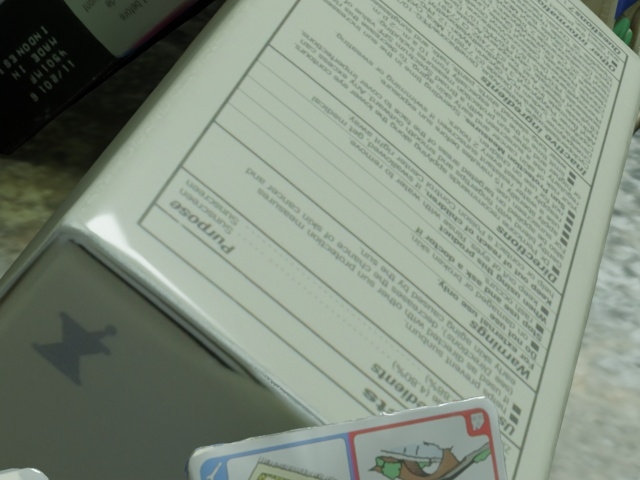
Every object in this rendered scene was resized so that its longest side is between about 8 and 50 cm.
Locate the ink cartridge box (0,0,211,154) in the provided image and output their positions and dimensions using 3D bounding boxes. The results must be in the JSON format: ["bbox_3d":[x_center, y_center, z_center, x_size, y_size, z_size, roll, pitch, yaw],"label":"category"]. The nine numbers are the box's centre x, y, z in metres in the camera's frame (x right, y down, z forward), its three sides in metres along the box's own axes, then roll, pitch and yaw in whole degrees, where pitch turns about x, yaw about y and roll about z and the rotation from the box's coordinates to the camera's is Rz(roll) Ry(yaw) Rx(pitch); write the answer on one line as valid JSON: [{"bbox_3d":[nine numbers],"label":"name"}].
[{"bbox_3d":[-0.025,-0.177,0.833,0.069,0.176,0.371,49,37,-8],"label":"ink cartridge box"}]

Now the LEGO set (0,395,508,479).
[{"bbox_3d":[0.005,0.128,0.348,0.244,0.182,0.060,-8,-2,-25],"label":"LEGO set"}]

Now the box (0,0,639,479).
[{"bbox_3d":[0.000,0.000,0.549,0.148,0.121,0.311,41,32,-7],"label":"box"}]

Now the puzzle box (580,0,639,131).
[{"bbox_3d":[0.206,-0.221,0.854,0.052,0.272,0.409,22,35,22],"label":"puzzle box"}]
